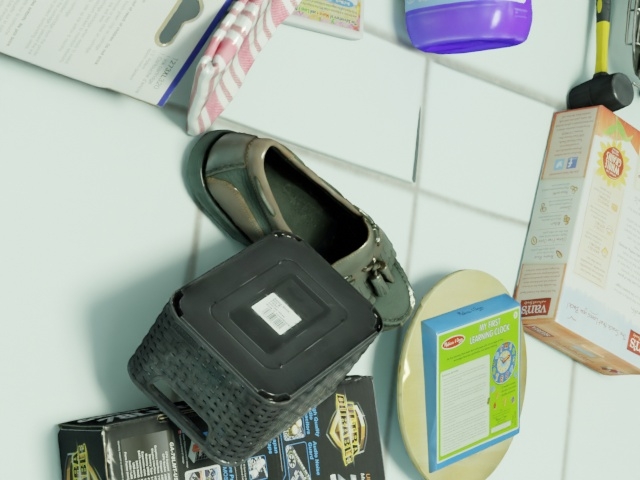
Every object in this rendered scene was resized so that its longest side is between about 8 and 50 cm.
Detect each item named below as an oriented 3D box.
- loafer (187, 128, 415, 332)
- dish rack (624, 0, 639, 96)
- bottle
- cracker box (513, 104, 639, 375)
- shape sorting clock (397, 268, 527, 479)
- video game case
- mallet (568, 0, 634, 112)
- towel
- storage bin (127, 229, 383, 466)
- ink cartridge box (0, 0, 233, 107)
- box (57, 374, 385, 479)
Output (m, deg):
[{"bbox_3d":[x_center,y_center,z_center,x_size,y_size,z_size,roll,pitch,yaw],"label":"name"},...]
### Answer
[{"bbox_3d":[0.000,0.000,1.559,0.267,0.084,0.096,40,61,-34],"label":"loafer"},{"bbox_3d":[0.409,-0.213,1.973,0.271,0.074,0.208,22,71,-38],"label":"dish rack"},{"bbox_3d":[0.132,-0.316,1.684,0.092,0.118,0.282,1,87,-51],"label":"bottle"},{"bbox_3d":[0.282,0.002,1.837,0.156,0.067,0.232,29,67,-37],"label":"cracker box"},{"bbox_3d":[0.131,0.129,1.698,0.206,0.040,0.206,-13,107,-50],"label":"shape sorting clock"},{"bbox_3d":[-0.020,-0.258,1.606,0.157,0.019,0.143,8,82,-43],"label":"video game case"},{"bbox_3d":[0.295,-0.216,1.868,0.039,0.062,0.189,21,72,-39],"label":"mallet"},{"bbox_3d":[-0.046,-0.182,1.482,0.029,0.144,0.197,31,72,3],"label":"towel"},{"bbox_3d":[-0.049,0.082,1.452,0.122,0.084,0.180,43,36,11],"label":"storage bin"},{"bbox_3d":[-0.221,-0.227,1.319,0.371,0.069,0.175,19,115,-39],"label":"ink cartridge box"},{"bbox_3d":[-0.063,0.271,1.489,0.293,0.073,0.295,-7,91,-44],"label":"box"}]
